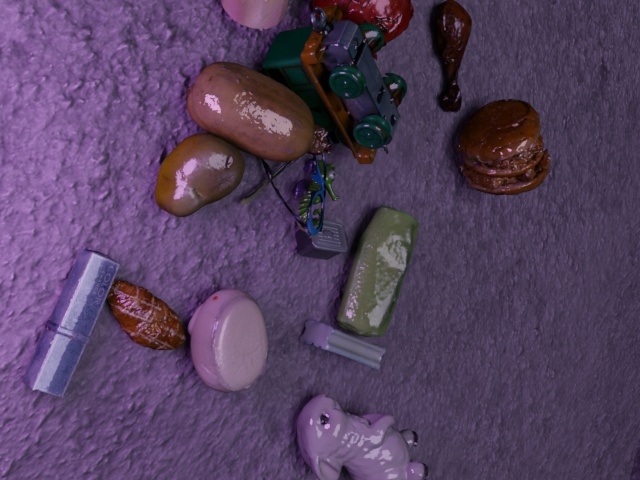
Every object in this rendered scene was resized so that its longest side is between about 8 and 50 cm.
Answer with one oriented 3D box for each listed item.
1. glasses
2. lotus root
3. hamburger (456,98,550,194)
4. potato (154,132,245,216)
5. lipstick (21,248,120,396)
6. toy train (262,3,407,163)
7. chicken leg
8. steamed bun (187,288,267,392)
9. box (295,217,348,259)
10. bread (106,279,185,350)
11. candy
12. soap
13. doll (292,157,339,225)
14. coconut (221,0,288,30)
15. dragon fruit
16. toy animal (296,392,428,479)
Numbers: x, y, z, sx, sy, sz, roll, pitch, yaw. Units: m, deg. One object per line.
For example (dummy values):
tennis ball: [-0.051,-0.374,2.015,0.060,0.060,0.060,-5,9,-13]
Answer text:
glasses: [-0.071,-0.129,1.783,0.207,0.102,0.239,7,68,-16]
lotus root: [-0.123,-0.265,1.692,0.343,0.151,0.169,23,70,-16]
hamburger: [0.506,-0.259,2.195,0.260,0.245,0.211,-88,162,-48]
potato: [-0.259,-0.131,1.647,0.194,0.157,0.157,-52,124,-11]
lipstick: [-0.489,0.158,1.547,0.077,0.076,0.289,29,78,-36]
toy train: [0.035,-0.347,1.794,0.429,0.249,0.178,57,44,-43]
chicken leg: [0.365,-0.499,2.135,0.113,0.093,0.304,-24,115,-46]
steamed bun: [-0.212,0.219,1.740,0.177,0.131,0.228,-10,101,-47]
box: [0.000,0.000,1.903,0.122,0.069,0.084,10,57,-38]
bread: [-0.365,0.166,1.650,0.233,0.076,0.105,47,66,-31]
candy: [0.147,0.081,2.018,0.142,0.132,0.343,19,80,4]
soap: [0.058,0.262,1.971,0.198,0.114,0.063,27,80,-38]
doll: [-0.008,-0.116,1.885,0.115,0.050,0.190,35,56,-15]
coconut: [-0.140,-0.534,1.691,0.147,0.152,0.147,5,62,-10]
dragon fruit: [0.098,-0.561,1.819,0.241,0.241,0.252,-55,127,-19]
toy animal: [0.085,0.537,2.007,0.357,0.194,0.258,25,105,-22]
